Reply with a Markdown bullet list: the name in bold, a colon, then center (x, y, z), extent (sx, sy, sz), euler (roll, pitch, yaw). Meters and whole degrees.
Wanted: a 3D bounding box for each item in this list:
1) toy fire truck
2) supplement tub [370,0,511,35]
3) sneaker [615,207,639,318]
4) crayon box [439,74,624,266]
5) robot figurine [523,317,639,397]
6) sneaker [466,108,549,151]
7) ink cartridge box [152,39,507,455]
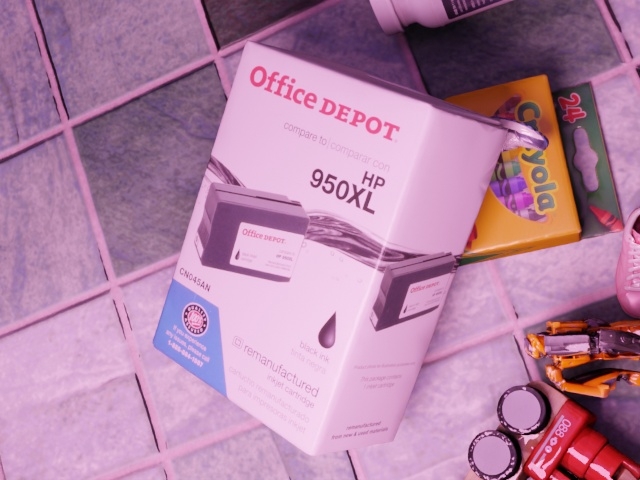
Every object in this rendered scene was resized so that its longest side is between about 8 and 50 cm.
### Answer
- **toy fire truck**: center (0.286, 0.309, 1.083), extent (0.246, 0.158, 0.217), euler (34, 92, 28)
- **supplement tub**: center (0.183, -0.377, 1.172), extent (0.272, 0.191, 0.191), euler (-18, 78, 13)
- **sneaker**: center (0.375, 0.023, 1.123), extent (0.050, 0.070, 0.134), euler (5, 85, 16)
- **crayon box**: center (0.194, -0.078, 1.185), extent (0.318, 0.081, 0.202), euler (-13, 78, 13)
- **robot figurine**: center (0.372, 0.124, 1.046), extent (0.290, 0.211, 0.085), euler (-3, 84, 9)
- **sneaker**: center (0.201, -0.117, 1.125), extent (0.135, 0.052, 0.058), euler (16, 96, 25)
- **ink cartridge box**: center (0.000, 0.000, 1.107), extent (0.285, 0.166, 0.395), euler (27, 103, 36)
